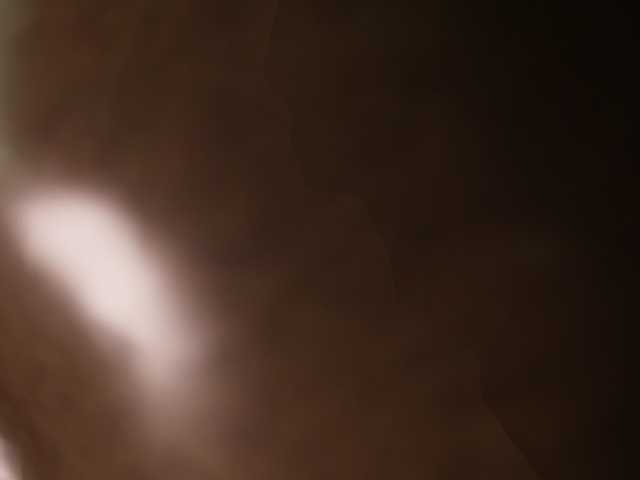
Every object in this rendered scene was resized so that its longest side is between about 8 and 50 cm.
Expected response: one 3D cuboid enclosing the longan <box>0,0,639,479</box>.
[{"bbox_3d":[0.000,0.000,0.568,0.243,0.300,0.300,61,-143,-68],"label":"longan"}]
